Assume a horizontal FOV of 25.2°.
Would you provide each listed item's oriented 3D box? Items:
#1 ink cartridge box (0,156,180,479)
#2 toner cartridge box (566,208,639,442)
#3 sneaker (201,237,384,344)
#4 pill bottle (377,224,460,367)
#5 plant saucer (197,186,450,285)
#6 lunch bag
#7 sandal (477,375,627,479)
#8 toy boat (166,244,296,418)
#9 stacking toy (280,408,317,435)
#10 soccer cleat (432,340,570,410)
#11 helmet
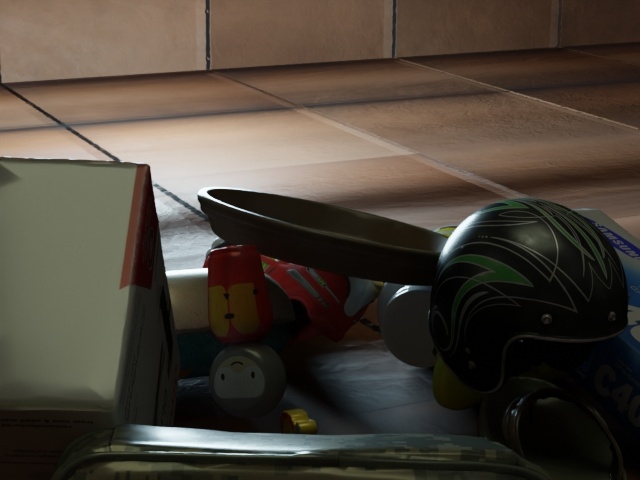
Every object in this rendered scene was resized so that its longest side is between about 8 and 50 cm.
[{"bbox_3d":[-0.173,0.100,1.026,0.114,0.273,0.197,2,55,1],"label":"ink cartridge box"},{"bbox_3d":[0.299,0.086,1.356,0.165,0.075,0.348,-2,31,-33],"label":"toner cartridge box"},{"bbox_3d":[-0.057,0.061,1.589,0.279,0.107,0.118,0,49,51],"label":"sneaker"},{"bbox_3d":[0.131,0.063,1.546,0.117,0.117,0.215,5,16,16],"label":"pill bottle"},{"bbox_3d":[0.013,-0.003,1.400,0.277,0.041,0.278,12,6,-1],"label":"plant saucer"},{"bbox_3d":[-0.015,0.213,0.851,0.305,0.213,0.256,1,-1,-7],"label":"lunch bag"},{"bbox_3d":[0.206,0.175,1.206,0.120,0.086,0.303,0,16,-2],"label":"sandal"},{"bbox_3d":[-0.126,0.098,1.348,0.267,0.148,0.318,-5,-6,-27],"label":"toy boat"},{"bbox_3d":[-0.052,0.203,1.165,0.167,0.052,0.221,-6,18,-23],"label":"stacking toy"},{"bbox_3d":[0.221,0.106,1.443,0.121,0.093,0.289,16,22,38],"label":"soccer cleat"},{"bbox_3d":[0.182,0.043,1.246,0.169,0.161,0.169,17,41,-15],"label":"helmet"}]
